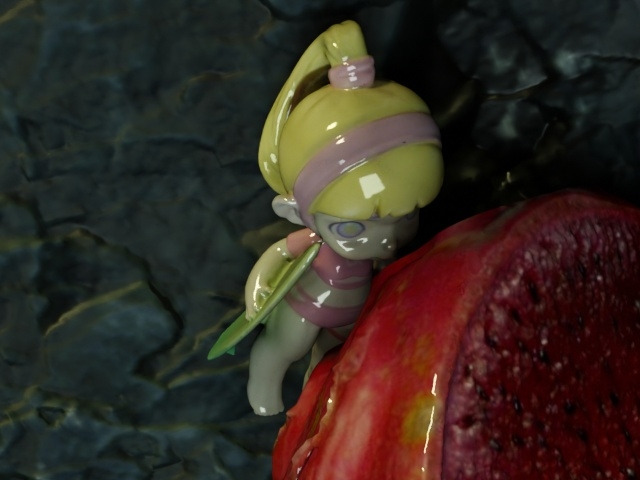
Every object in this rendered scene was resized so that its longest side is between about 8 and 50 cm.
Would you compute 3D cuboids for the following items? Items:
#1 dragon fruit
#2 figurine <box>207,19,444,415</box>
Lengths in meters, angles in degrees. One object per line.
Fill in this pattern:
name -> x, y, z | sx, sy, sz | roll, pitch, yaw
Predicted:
dragon fruit -> 0.076, 0.067, 0.599 | 0.261, 0.163, 0.189 | -7, 111, -44
figurine -> 0.000, 0.000, 0.626 | 0.083, 0.083, 0.187 | 10, 134, -4
